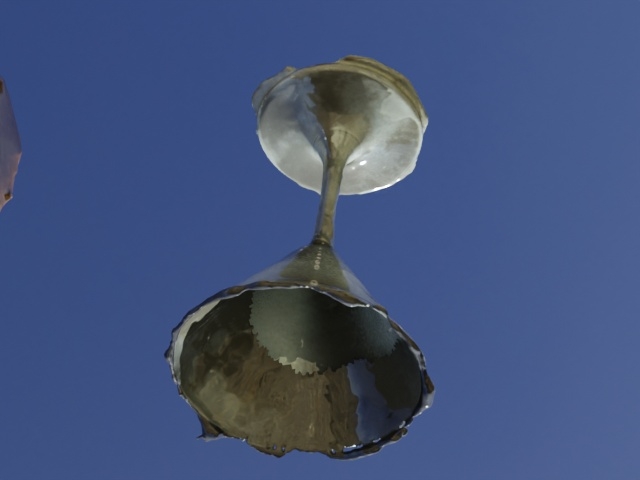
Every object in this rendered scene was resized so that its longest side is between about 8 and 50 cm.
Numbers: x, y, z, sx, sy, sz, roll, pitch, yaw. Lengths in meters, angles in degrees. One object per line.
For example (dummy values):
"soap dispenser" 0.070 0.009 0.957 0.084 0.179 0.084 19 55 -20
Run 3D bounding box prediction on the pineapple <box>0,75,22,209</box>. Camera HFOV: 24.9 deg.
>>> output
"pineapple" -0.408 -0.071 1.085 0.165 0.364 0.166 -3 -90 -70

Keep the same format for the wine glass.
"wine glass" 0.000 0.000 0.885 0.156 0.156 0.232 33 -141 -21
